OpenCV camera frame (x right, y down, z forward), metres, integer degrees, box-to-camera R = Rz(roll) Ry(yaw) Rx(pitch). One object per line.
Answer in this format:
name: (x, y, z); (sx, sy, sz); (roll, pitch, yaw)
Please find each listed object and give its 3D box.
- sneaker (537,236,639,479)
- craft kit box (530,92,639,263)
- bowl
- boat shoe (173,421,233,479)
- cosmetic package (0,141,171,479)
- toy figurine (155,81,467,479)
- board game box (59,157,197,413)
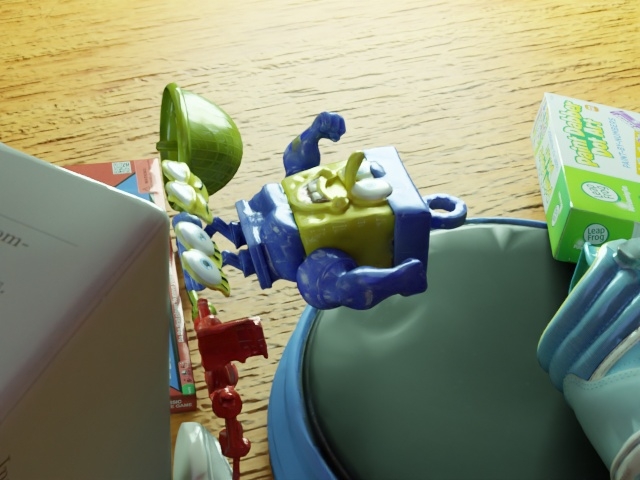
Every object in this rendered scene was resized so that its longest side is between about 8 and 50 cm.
sneaker: (0.304, 0.057, 0.985); (0.319, 0.127, 0.208); (-18, 50, -23)
craft kit box: (0.316, -0.036, 1.174); (0.247, 0.061, 0.250); (10, 28, -2)
bowl: (0.156, 0.129, 1.041); (0.391, 0.077, 0.391); (3, 44, -3)
boat shoe: (-0.062, 0.208, 0.952); (0.063, 0.066, 0.184); (-1, 42, -22)
cosmetic package: (-0.320, 0.153, 0.794); (0.329, 0.327, 0.393); (22, 47, 16)
toy figurine: (0.000, 0.000, 1.024); (0.217, 0.191, 0.362); (-12, 30, -6)
board game box: (-0.194, 0.036, 1.139); (0.145, 0.027, 0.281); (-6, 46, -10)
